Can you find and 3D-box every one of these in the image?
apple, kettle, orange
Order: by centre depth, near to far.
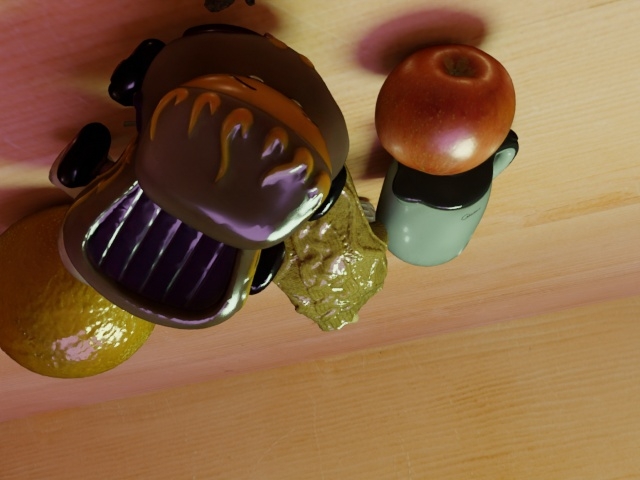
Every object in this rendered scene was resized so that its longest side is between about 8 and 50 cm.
[{"bbox_3d":[0.147,-0.156,0.983,0.164,0.163,0.139,-4,149,-16],"label":"apple"},{"bbox_3d":[0.194,-0.085,1.262,0.221,0.161,0.236,-27,163,-9],"label":"kettle"},{"bbox_3d":[-0.375,0.075,1.268,0.274,0.274,0.274,-8,163,-3],"label":"orange"}]

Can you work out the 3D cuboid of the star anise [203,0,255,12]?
[{"bbox_3d":[-0.074,-0.247,0.759,0.141,0.042,0.141,-9,162,-3],"label":"star anise"}]

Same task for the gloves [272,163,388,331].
[{"bbox_3d":[-0.006,0.006,1.229,0.203,0.155,0.356,-4,138,23],"label":"gloves"}]

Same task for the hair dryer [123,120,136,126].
[{"bbox_3d":[-0.134,-0.128,1.023,0.219,0.124,0.071,6,161,5],"label":"hair dryer"}]

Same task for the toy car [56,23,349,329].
[{"bbox_3d":[-0.118,-0.048,0.844,0.271,0.240,0.340,31,107,-16],"label":"toy car"}]

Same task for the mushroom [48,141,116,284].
[{"bbox_3d":[-0.255,-0.047,1.062,0.204,0.204,0.204,-8,163,-3],"label":"mushroom"}]

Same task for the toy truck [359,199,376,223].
[{"bbox_3d":[-0.008,-0.021,1.417,0.253,0.114,0.124,4,147,-39],"label":"toy truck"}]
